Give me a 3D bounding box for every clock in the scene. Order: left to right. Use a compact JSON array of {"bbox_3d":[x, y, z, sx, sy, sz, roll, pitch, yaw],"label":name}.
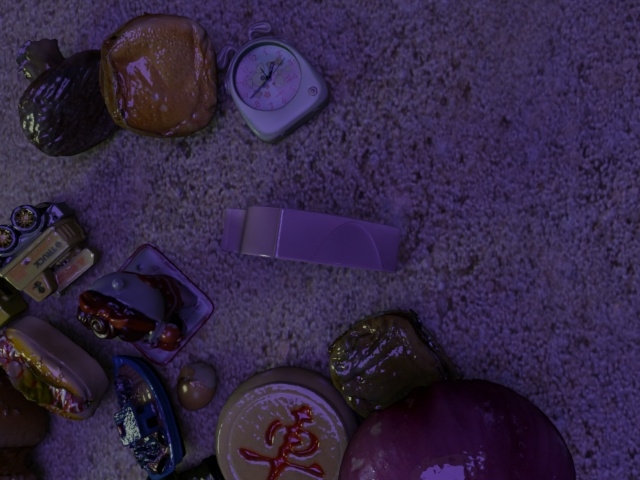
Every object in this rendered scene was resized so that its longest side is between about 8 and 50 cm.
[{"bbox_3d":[-0.088,-0.279,1.174,0.151,0.062,0.191,-35,86,5],"label":"clock"},{"bbox_3d":[0.000,0.000,1.113,0.290,0.275,0.080,9,88,-31],"label":"clock"}]

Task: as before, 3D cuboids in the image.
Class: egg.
[{"bbox_3d":[-0.217,0.257,1.179,0.071,0.071,0.083,15,106,6],"label":"egg"}]

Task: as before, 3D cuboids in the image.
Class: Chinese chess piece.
[{"bbox_3d":[-0.056,0.341,1.148,0.251,0.097,0.250,0,90,6],"label":"Chinese chess piece"}]

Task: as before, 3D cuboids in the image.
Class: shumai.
[{"bbox_3d":[-0.443,-0.257,1.177,0.153,0.161,0.209,34,84,28],"label":"shumai"}]

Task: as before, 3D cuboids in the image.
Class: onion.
[{"bbox_3d":[0.218,0.393,1.004,0.358,0.358,0.345,-46,50,4],"label":"onion"}]

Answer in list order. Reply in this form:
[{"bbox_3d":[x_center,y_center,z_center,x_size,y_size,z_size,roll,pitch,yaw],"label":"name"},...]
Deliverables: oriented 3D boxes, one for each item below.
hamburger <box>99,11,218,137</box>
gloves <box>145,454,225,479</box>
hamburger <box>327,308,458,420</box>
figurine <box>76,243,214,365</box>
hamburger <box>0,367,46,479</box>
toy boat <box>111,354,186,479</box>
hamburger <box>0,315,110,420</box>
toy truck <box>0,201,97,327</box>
[{"bbox_3d":[-0.265,-0.275,1.133,0.214,0.108,0.213,-5,101,-27],"label":"hamburger"},{"bbox_3d":[-0.278,0.471,1.166,0.268,0.107,0.135,-29,82,-13],"label":"gloves"},{"bbox_3d":[0.117,0.210,1.132,0.183,0.130,0.206,-33,105,6],"label":"hamburger"},{"bbox_3d":[-0.310,0.114,1.110,0.183,0.226,0.160,42,92,4],"label":"figurine"},{"bbox_3d":[-0.708,0.329,1.123,0.445,0.287,0.268,13,89,3],"label":"hamburger"},{"bbox_3d":[-0.310,0.300,1.158,0.100,0.097,0.223,-32,75,27],"label":"toy boat"},{"bbox_3d":[-0.461,0.219,1.155,0.210,0.173,0.116,36,68,4],"label":"hamburger"},{"bbox_3d":[-0.528,0.056,1.187,0.272,0.124,0.157,-41,96,1],"label":"toy truck"}]
